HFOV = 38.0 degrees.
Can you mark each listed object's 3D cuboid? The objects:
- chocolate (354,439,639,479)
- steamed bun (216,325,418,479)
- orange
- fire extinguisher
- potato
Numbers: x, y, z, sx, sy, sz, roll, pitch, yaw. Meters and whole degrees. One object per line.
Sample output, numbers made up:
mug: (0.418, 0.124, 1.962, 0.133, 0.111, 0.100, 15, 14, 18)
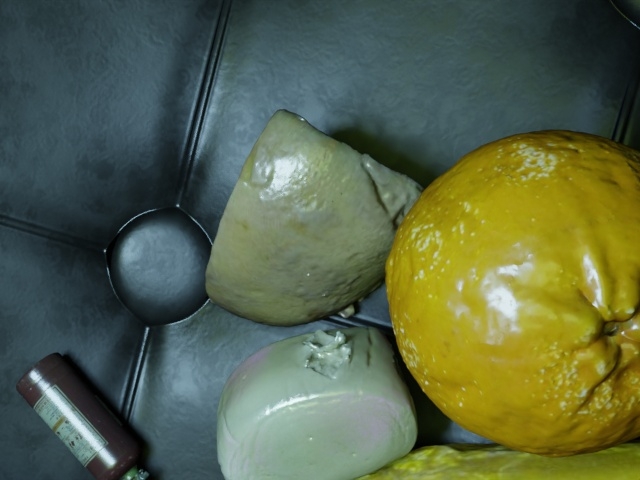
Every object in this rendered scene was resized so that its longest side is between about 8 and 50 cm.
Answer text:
chocolate: (0.194, 0.292, 1.047, 0.446, 0.162, 0.162, -1, 92, 12)
steamed bun: (-0.017, 0.181, 1.064, 0.239, 0.170, 0.152, -16, 125, 7)
orange: (0.239, 0.057, 0.940, 0.341, 0.293, 0.340, -3, 106, -10)
fire extinguisher: (-0.294, 0.256, 1.195, 0.231, 0.071, 0.099, 48, 128, 5)
potato: (-0.009, 0.013, 1.060, 0.211, 0.189, 0.264, 33, 98, 8)
